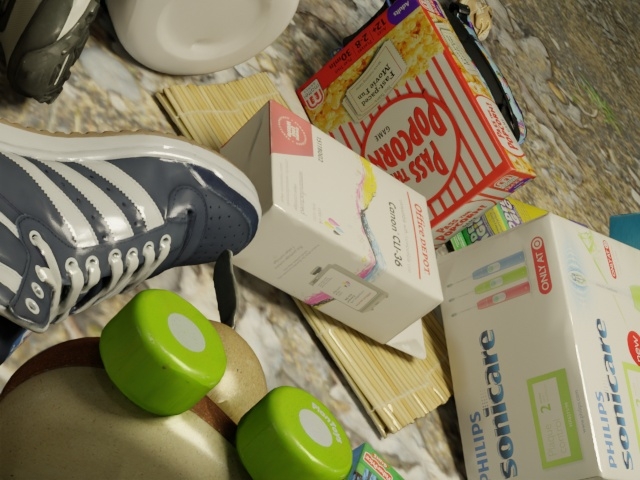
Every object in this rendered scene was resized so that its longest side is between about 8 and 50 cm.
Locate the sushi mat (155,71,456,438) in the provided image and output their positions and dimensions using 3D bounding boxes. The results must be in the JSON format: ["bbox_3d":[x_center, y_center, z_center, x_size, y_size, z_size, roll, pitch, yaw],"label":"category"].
[{"bbox_3d":[0.000,0.000,0.902,0.316,0.019,0.151,56,30,9],"label":"sushi mat"}]

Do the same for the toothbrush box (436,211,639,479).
[{"bbox_3d":[0.236,0.119,0.953,0.283,0.122,0.206,18,57,-43],"label":"toothbrush box"}]

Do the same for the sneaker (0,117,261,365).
[{"bbox_3d":[-0.135,0.015,0.613,0.282,0.099,0.153,10,44,-41],"label":"sneaker"}]

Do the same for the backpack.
[{"bbox_3d":[0.114,-0.143,1.123,0.158,0.117,0.173,-9,63,-58],"label":"backpack"}]

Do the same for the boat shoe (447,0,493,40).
[{"bbox_3d":[0.185,-0.272,1.426,0.059,0.063,0.170,42,29,-3],"label":"boat shoe"}]

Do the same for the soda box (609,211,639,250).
[{"bbox_3d":[0.328,0.079,1.127,0.067,0.071,0.210,17,72,-46],"label":"soda box"}]

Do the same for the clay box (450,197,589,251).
[{"bbox_3d":[0.215,0.028,1.135,0.222,0.053,0.127,15,47,-47],"label":"clay box"}]

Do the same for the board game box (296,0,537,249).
[{"bbox_3d":[0.077,-0.094,0.988,0.045,0.147,0.193,7,50,-51],"label":"board game box"}]

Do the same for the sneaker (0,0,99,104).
[{"bbox_3d":[-0.207,-0.193,0.774,0.108,0.100,0.271,12,42,-29],"label":"sneaker"}]

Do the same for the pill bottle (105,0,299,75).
[{"bbox_3d":[-0.122,-0.271,0.911,0.146,0.146,0.264,13,46,-48],"label":"pill bottle"}]

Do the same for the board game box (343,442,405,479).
[{"bbox_3d":[0.047,0.242,0.675,0.160,0.039,0.211,45,30,-11],"label":"board game box"}]

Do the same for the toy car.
[{"bbox_3d":[-0.082,0.076,0.580,0.149,0.155,0.188,40,21,-20],"label":"toy car"}]

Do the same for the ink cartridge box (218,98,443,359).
[{"bbox_3d":[0.021,-0.004,0.848,0.198,0.067,0.115,30,36,-30],"label":"ink cartridge box"}]
